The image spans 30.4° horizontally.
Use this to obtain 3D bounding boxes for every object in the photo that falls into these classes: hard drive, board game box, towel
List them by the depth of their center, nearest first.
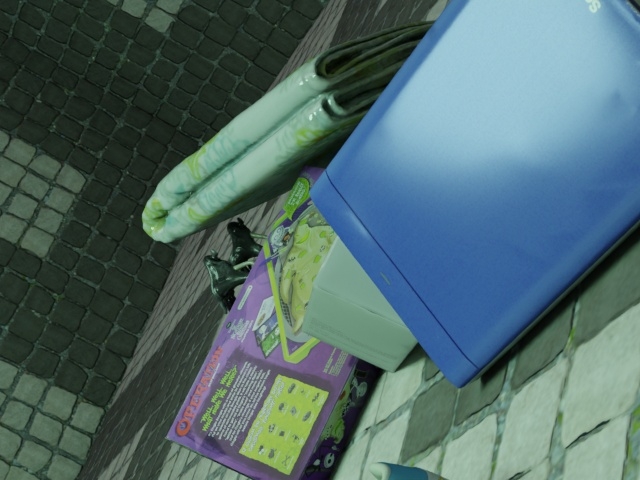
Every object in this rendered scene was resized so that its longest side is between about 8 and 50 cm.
[{"bbox_3d":[0.135,-0.062,0.872,0.040,0.210,0.319,-18,-26,-46],"label":"hard drive"},{"bbox_3d":[-0.013,0.089,1.254,0.208,0.056,0.347,16,74,41],"label":"board game box"},{"bbox_3d":[-0.011,-0.138,1.425,0.320,0.090,0.374,-25,-5,-45],"label":"towel"}]

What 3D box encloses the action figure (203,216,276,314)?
[{"bbox_3d":[0.000,0.000,1.452,0.275,0.141,0.164,-24,21,27],"label":"action figure"}]

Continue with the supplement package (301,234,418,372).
[{"bbox_3d":[0.053,0.041,1.085,0.179,0.105,0.105,108,-172,-73],"label":"supplement package"}]

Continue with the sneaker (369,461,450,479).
[{"bbox_3d":[0.025,0.250,0.842,0.229,0.092,0.087,-58,13,20],"label":"sneaker"}]
